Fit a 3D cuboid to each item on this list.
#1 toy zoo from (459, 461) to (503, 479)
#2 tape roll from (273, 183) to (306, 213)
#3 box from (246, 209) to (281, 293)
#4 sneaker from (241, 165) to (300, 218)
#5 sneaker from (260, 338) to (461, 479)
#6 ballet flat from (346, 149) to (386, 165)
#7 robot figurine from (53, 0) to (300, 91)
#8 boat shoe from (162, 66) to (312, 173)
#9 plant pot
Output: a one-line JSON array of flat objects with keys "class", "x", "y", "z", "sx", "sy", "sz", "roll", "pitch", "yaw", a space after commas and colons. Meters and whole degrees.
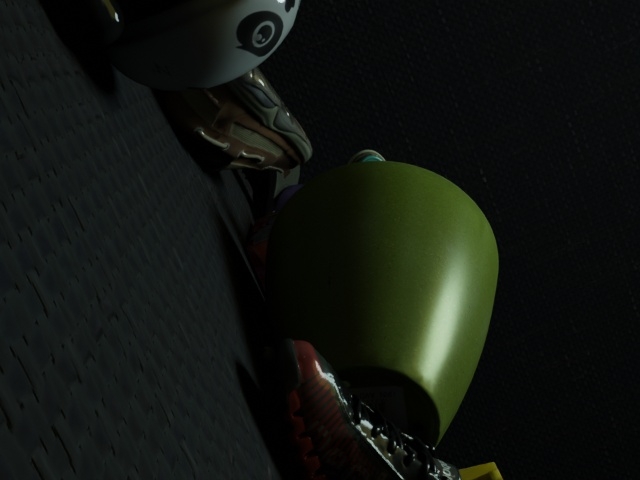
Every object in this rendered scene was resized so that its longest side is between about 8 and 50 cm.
[{"class": "toy zoo", "x": 0.178, "y": 0.406, "z": 1.206, "sx": 0.293, "sy": 0.192, "sz": 0.030, "roll": -109, "pitch": 176, "yaw": -55}, {"class": "tape roll", "x": 0.000, "y": 0.000, "z": 1.494, "sx": 0.189, "sy": 0.080, "sz": 0.188, "roll": 17, "pitch": 71, "yaw": -62}, {"class": "box", "x": -0.017, "y": 0.021, "z": 1.264, "sx": 0.257, "sy": 0.128, "sz": 0.122, "roll": -103, "pitch": 171, "yaw": -81}, {"class": "sneaker", "x": -0.102, "y": -0.128, "z": 1.486, "sx": 0.118, "sy": 0.083, "sz": 0.222, "roll": 29, "pitch": -37, "yaw": 16}, {"class": "sneaker", "x": 0.044, "y": 0.192, "z": 0.800, "sx": 0.097, "sy": 0.135, "sz": 0.276, "roll": -101, "pitch": 167, "yaw": -74}, {"class": "ballet flat", "x": 0.071, "y": -0.011, "z": 1.203, "sx": 0.086, "sy": 0.086, "sz": 0.248, "roll": -110, "pitch": 179, "yaw": -63}, {"class": "robot figurine", "x": -0.121, "y": -0.247, "z": 0.678, "sx": 0.278, "sy": 0.209, "sz": 0.173, "roll": 66, "pitch": -11, "yaw": -26}, {"class": "boat shoe", "x": -0.100, "y": -0.141, "z": 1.087, "sx": 0.123, "sy": 0.116, "sz": 0.324, "roll": 55, "pitch": 3, "yaw": 18}, {"class": "plant pot", "x": 0.055, "y": 0.099, "z": 0.968, "sx": 0.293, "sy": 0.275, "sz": 0.274, "roll": -76, "pitch": 147, "yaw": -61}]
